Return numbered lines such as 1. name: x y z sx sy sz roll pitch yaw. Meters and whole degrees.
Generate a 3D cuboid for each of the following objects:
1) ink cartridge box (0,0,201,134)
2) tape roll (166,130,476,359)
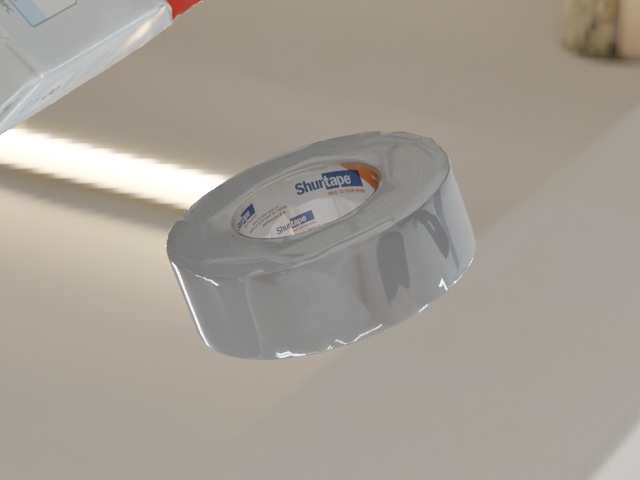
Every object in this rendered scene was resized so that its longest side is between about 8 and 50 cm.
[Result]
1. ink cartridge box: -0.206 -0.261 1.248 0.308 0.091 0.385 48 -143 -1
2. tape roll: 0.000 0.000 1.382 0.219 0.072 0.219 -17 -156 8
